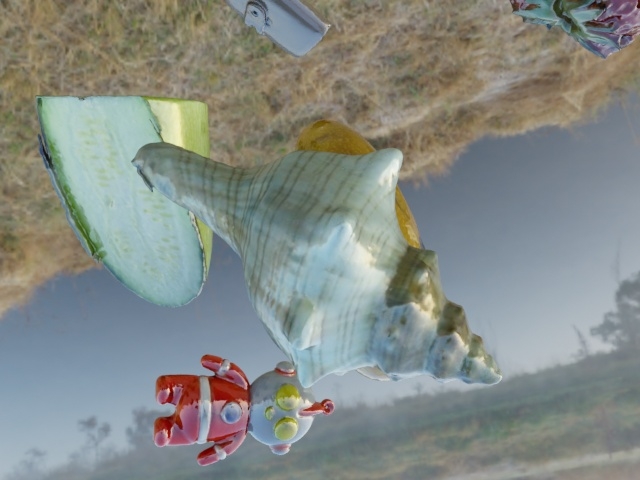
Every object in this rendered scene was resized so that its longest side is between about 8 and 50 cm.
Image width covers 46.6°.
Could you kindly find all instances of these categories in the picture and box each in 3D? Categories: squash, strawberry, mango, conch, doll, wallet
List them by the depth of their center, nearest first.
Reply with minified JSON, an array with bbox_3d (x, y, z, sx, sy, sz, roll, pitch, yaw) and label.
[{"bbox_3d":[0.011,-0.004,0.429,0.137,0.234,0.114,-22,161,-33],"label":"conch"},{"bbox_3d":[0.034,0.009,0.792,0.120,0.295,0.177,-22,176,-22],"label":"mango"},{"bbox_3d":[-0.096,0.223,0.978,0.245,0.142,0.076,5,-179,-17],"label":"doll"},{"bbox_3d":[-0.067,-0.325,1.050,0.152,0.039,0.118,35,159,-15],"label":"wallet"},{"bbox_3d":[-0.267,-0.046,1.067,0.233,0.309,0.210,5,-173,23],"label":"squash"},{"bbox_3d":[0.417,-0.434,1.076,0.250,0.288,0.238,36,176,-7],"label":"strawberry"}]
